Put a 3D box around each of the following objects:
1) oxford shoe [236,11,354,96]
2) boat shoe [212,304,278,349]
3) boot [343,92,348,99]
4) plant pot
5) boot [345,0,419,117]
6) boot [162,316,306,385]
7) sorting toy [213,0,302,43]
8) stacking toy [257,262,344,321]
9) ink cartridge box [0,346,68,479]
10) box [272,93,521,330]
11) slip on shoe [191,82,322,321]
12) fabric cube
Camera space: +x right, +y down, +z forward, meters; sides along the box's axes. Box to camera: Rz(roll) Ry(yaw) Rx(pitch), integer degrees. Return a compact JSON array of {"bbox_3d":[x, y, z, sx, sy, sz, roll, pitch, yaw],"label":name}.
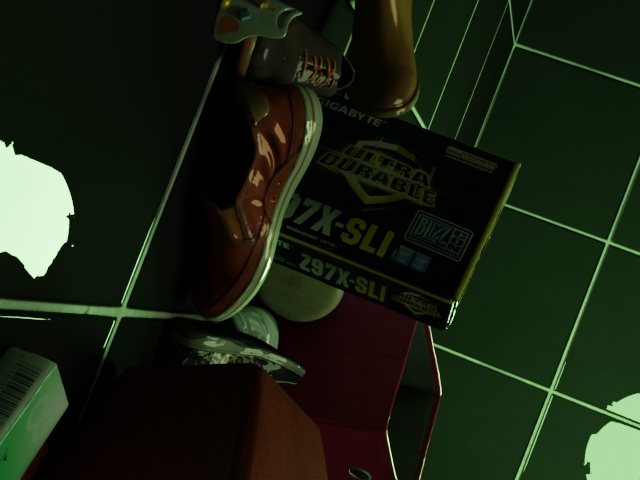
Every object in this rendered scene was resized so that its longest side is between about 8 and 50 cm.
[{"bbox_3d":[-0.024,-0.219,1.356,0.271,0.098,0.097,-25,135,-73],"label":"oxford shoe"},{"bbox_3d":[-0.140,0.248,1.612,0.103,0.118,0.320,6,98,-66],"label":"boat shoe"},{"bbox_3d":[0.077,-0.205,1.878,0.258,0.095,0.123,-62,175,9],"label":"boot"},{"bbox_3d":[-0.133,0.279,1.268,0.267,0.267,0.235,53,40,-48],"label":"plant pot"},{"bbox_3d":[0.088,-0.324,1.549,0.220,0.109,0.283,87,11,-48],"label":"boot"},{"bbox_3d":[-0.135,0.207,1.496,0.236,0.085,0.178,24,90,-48],"label":"boot"},{"bbox_3d":[-0.062,-0.241,1.214,0.045,0.075,0.083,98,17,-47],"label":"sorting toy"},{"bbox_3d":[0.000,0.000,1.812,0.330,0.141,0.141,-60,166,-65],"label":"stacking toy"},{"bbox_3d":[-0.294,0.227,1.051,0.224,0.056,0.181,91,24,-54],"label":"ink cartridge box"},{"bbox_3d":[0.069,-0.051,1.516,0.079,0.322,0.257,96,20,-55],"label":"box"},{"bbox_3d":[-0.101,-0.042,1.350,0.101,0.123,0.331,2,129,-30],"label":"slip on shoe"},{"bbox_3d":[0.027,0.249,1.792,0.254,0.258,0.259,76,26,-45],"label":"fabric cube"}]
